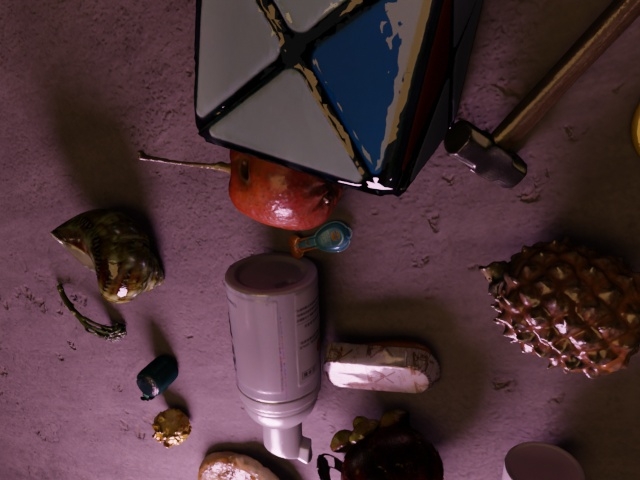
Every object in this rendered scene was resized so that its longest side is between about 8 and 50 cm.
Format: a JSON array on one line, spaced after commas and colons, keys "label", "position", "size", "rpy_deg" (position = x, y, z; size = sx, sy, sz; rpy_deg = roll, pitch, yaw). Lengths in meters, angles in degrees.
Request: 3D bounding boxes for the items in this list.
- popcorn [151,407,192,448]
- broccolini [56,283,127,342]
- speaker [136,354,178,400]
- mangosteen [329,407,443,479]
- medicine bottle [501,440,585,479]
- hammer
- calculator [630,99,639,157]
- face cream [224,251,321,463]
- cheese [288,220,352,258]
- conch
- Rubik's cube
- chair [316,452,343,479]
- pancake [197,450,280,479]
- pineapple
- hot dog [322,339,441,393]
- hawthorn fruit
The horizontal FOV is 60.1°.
[{"label": "popcorn", "position": [-0.310, 0.392, 1.153], "size": [0.082, 0.083, 0.057], "rpy_deg": [0, 142, 3]}, {"label": "broccolini", "position": [-0.486, 0.153, 1.146], "size": [0.194, 0.052, 0.054], "rpy_deg": [35, 119, 9]}, {"label": "speaker", "position": [-0.326, 0.286, 1.112], "size": [0.060, 0.075, 0.095], "rpy_deg": [14, 118, 21]}, {"label": "mangosteen", "position": [0.106, 0.359, 0.893], "size": [0.180, 0.166, 0.166], "rpy_deg": [57, 130, 32]}, {"label": "medicine bottle", "position": [0.318, 0.448, 0.818], "size": [0.111, 0.161, 0.297], "rpy_deg": [4, 112, 23]}, {"label": "hammer", "position": [0.288, -0.211, 0.589], "size": [0.111, 0.044, 0.365], "rpy_deg": [21, 122, -31]}, {"label": "calculator", "position": [0.454, -0.107, 0.576], "size": [0.234, 0.032, 0.146], "rpy_deg": [21, 120, 18]}, {"label": "face cream", "position": [-0.070, 0.215, 0.911], "size": [0.145, 0.145, 0.370], "rpy_deg": [9, 114, 23]}, {"label": "cheese", "position": [0.000, 0.000, 0.851], "size": [0.111, 0.017, 0.047], "rpy_deg": [-14, 86, 26]}, {"label": "conch", "position": [-0.372, 0.027, 0.996], "size": [0.187, 0.124, 0.182], "rpy_deg": [3, 125, 51]}, {"label": "Rubik's cube", "position": [0.029, -0.223, 0.605], "size": [0.246, 0.248, 0.250], "rpy_deg": [19, 120, 17]}, {"label": "chair", "position": [0.050, 0.480, 0.960], "size": [0.148, 0.174, 0.213], "rpy_deg": [-1, 108, -10]}, {"label": "pancake", "position": [-0.141, 0.555, 1.162], "size": [0.282, 0.049, 0.283], "rpy_deg": [12, 117, 25]}, {"label": "pineapple", "position": [0.283, 0.071, 0.668], "size": [0.193, 0.166, 0.166], "rpy_deg": [26, 121, 14]}, {"label": "hot dog", "position": [0.093, 0.199, 0.878], "size": [0.191, 0.059, 0.108], "rpy_deg": [-3, 124, 23]}, {"label": "hawthorn fruit", "position": [-0.110, -0.094, 0.776], "size": [0.285, 0.165, 0.165], "rpy_deg": [3, 114, 16]}]
